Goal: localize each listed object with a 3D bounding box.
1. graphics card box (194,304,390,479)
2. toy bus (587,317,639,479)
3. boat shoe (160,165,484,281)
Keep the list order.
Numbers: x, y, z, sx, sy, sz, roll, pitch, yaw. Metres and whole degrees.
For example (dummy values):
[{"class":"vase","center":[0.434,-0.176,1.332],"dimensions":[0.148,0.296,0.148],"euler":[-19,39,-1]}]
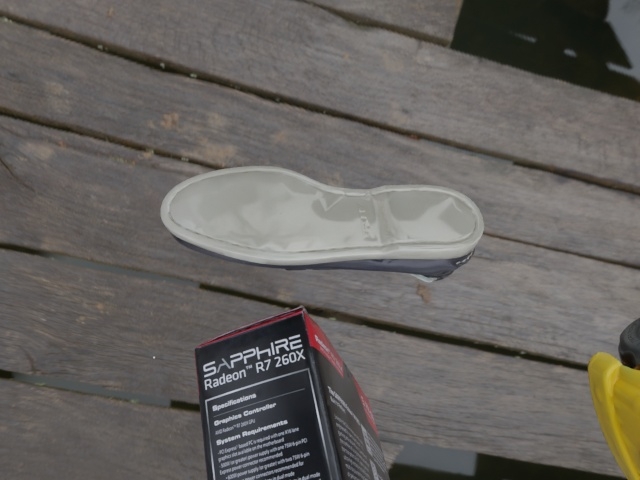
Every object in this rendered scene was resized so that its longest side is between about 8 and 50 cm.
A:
[{"class":"graphics card box","center":[0.017,0.260,0.427],"dimensions":[0.094,0.233,0.371],"euler":[-19,57,5]},{"class":"toy bus","center":[0.324,0.119,0.405],"dimensions":[0.220,0.211,0.149],"euler":[-24,98,2]},{"class":"boat shoe","center":[0.000,0.000,0.421],"dimensions":[0.206,0.065,0.075],"euler":[3,54,-4]}]
